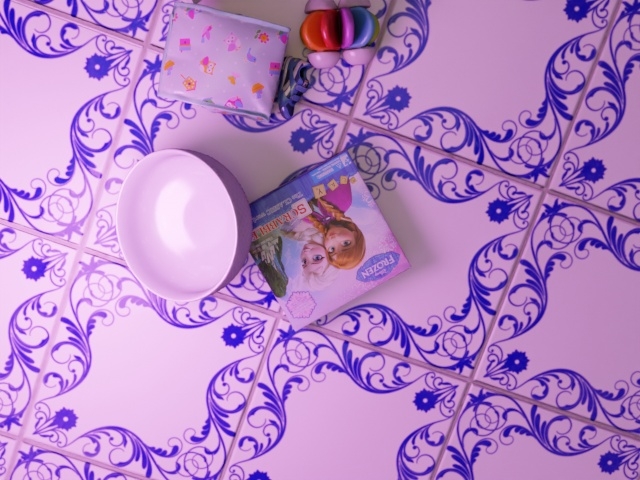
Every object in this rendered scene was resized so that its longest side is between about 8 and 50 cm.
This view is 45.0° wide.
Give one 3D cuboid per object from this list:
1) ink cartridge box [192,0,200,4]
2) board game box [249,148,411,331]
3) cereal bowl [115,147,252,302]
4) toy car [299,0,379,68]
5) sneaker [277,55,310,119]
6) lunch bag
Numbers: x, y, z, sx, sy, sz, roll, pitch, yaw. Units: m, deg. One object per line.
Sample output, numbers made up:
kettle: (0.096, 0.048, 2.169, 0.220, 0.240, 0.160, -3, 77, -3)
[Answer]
ink cartridge box: (-0.262, -0.668, 1.692, 0.189, 0.066, 0.232, -30, 99, 21)
board game box: (0.000, 0.000, 1.817, 0.318, 0.066, 0.318, -30, 98, 3)
cereal bowl: (-0.288, -0.039, 1.737, 0.339, 0.141, 0.339, 5, 100, 27)
toy car: (0.044, -0.470, 1.718, 0.182, 0.136, 0.159, -5, 98, -1)
sneaker: (-0.059, -0.347, 1.767, 0.059, 0.053, 0.144, 12, 99, 18)
lunch bag: (-0.219, -0.394, 1.712, 0.262, 0.160, 0.223, 12, 98, -9)
